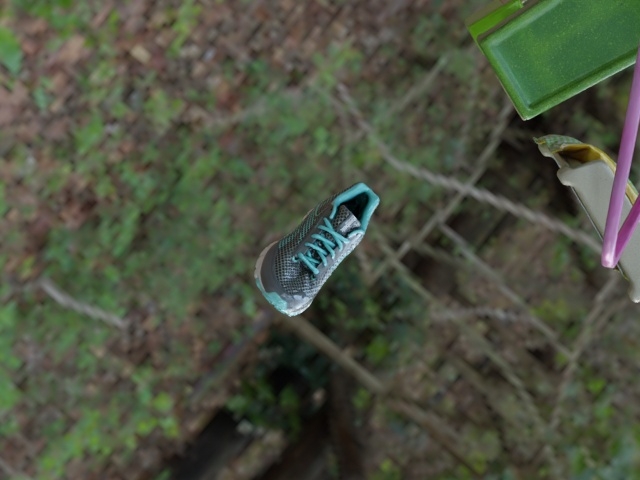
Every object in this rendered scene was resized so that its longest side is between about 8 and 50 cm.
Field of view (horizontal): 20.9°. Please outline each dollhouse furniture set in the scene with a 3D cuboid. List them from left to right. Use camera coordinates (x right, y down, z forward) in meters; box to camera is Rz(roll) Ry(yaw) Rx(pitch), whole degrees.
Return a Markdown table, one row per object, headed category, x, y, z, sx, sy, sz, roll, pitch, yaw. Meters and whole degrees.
| category | x | y | z | sx | sy | sz | roll | pitch | yaw |
| --- | --- | --- | --- | --- | --- | --- | --- | --- | --- |
| dollhouse furniture set | 0.280 | -0.114 | 1.647 | 0.151 | 0.301 | 0.197 | -31 | -170 | 7 |

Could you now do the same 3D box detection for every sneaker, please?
| category | x | y | z | sx | sy | sz | roll | pitch | yaw |
| --- | --- | --- | --- | --- | --- | --- | --- | --- | --- |
| sneaker | 0.000 | 0.000 | 1.532 | 0.076 | 0.065 | 0.166 | -43 | -172 | 41 |

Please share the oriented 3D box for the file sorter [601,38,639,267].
| category | x | y | z | sx | sy | sz | roll | pitch | yaw |
| --- | --- | --- | --- | --- | --- | --- | --- | --- | --- |
| file sorter | 0.302 | -0.056 | 0.882 | 0.202 | 0.291 | 0.182 | -43 | 142 | -66 |
